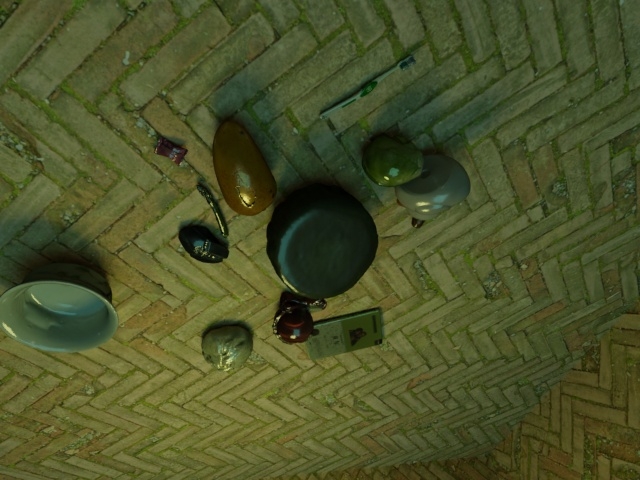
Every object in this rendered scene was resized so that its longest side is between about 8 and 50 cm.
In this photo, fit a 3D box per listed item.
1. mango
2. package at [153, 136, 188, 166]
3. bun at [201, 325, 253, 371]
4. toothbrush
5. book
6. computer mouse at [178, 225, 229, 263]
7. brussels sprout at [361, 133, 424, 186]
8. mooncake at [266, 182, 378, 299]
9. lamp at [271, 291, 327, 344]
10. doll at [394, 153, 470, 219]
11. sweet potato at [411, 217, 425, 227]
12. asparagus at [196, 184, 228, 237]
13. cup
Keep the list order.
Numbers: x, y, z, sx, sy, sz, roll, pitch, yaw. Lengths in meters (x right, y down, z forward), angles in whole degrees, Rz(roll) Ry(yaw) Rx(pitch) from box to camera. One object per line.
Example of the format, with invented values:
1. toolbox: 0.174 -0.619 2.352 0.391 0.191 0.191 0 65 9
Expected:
1. mango: -0.219 -0.193 1.217 0.159 0.191 0.291 -20 127 -6
2. package: -0.424 -0.251 1.218 0.083 0.029 0.059 26 117 -21
3. bun: -0.384 0.458 1.773 0.230 0.133 0.231 -6 133 -7
4. toothbrush: 0.126 -0.422 1.204 0.303 0.030 0.030 -28 131 15
5. book: 0.100 0.421 1.919 0.351 0.035 0.239 -12 130 -2
6. computer mouse: -0.390 0.023 1.440 0.105 0.062 0.192 -35 128 17
7. brussels sprout: 0.211 -0.229 1.289 0.183 0.146 0.131 29 154 16
8. mooncake: 0.000 0.000 1.391 0.355 0.194 0.357 -8 115 -18
9. lamp: -0.083 0.317 1.709 0.214 0.151 0.224 -3 129 -16
10. doll: 0.355 -0.152 1.384 0.250 0.221 0.221 -8 138 30
11. sweet potato: 0.357 -0.101 1.522 0.049 0.049 0.117 7 119 -19
12. asparagus: -0.336 -0.088 1.380 0.034 0.027 0.236 -23 133 -7
13. cup: -0.839 0.200 1.419 0.346 0.163 0.348 -6 132 -7
